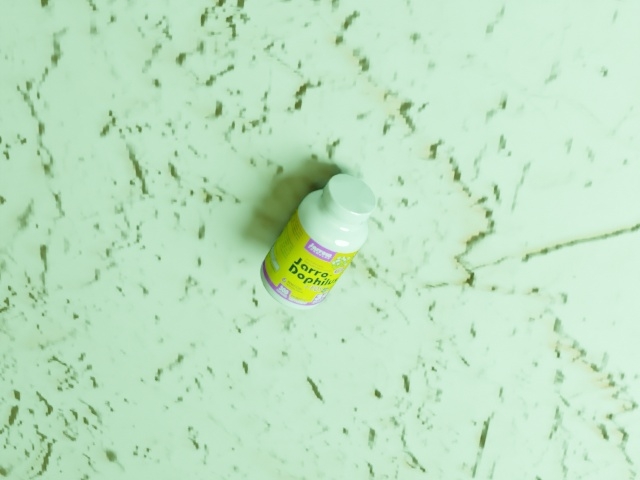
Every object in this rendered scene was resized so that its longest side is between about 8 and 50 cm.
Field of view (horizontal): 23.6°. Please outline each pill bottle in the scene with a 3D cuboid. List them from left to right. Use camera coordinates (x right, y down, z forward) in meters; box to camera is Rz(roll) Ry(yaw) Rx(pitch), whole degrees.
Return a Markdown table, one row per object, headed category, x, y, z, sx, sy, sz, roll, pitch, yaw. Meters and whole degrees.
| category | x | y | z | sx | sy | sz | roll | pitch | yaw |
| --- | --- | --- | --- | --- | --- | --- | --- | --- | --- |
| pill bottle | 0.000 | 0.000 | 0.884 | 0.043 | 0.043 | 0.083 | 26 | 131 | -9 |
